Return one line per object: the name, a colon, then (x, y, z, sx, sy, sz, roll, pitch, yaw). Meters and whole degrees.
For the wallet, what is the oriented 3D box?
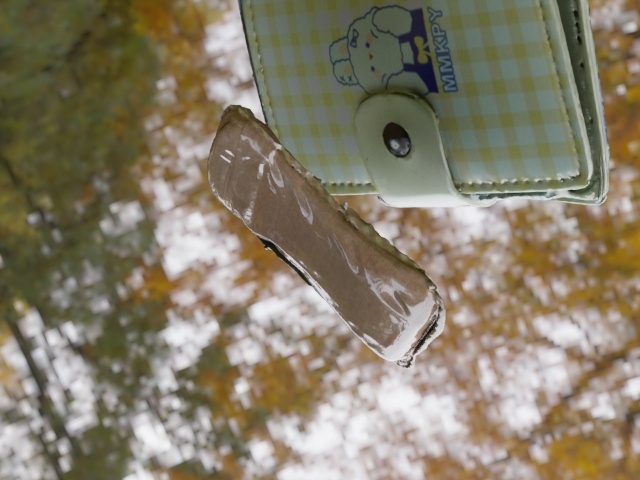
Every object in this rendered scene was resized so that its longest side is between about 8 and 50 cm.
wallet: (0.071, -0.130, 1.336, 0.077, 0.223, 0.309, -20, -164, -39)

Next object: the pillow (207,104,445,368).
pillow: (0.000, -0.002, 1.253, 0.034, 0.211, 0.135, -42, 171, -22)
